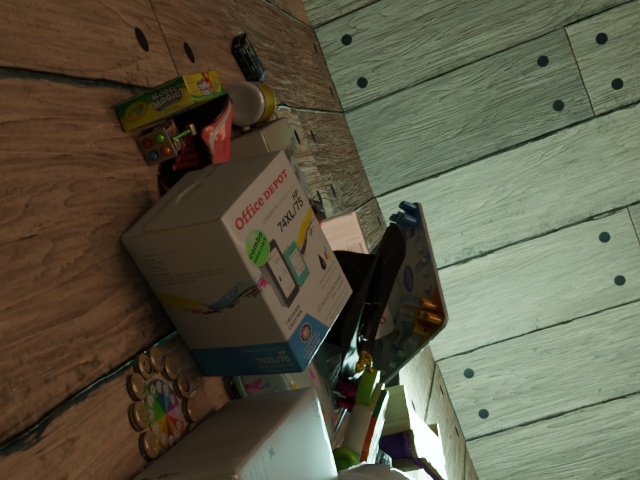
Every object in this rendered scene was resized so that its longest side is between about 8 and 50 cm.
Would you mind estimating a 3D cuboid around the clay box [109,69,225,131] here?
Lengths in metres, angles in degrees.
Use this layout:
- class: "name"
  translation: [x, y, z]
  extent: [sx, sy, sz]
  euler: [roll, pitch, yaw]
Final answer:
- class: "clay box"
  translation: [-0.250, -0.233, 1.311]
  extent: [0.222, 0.127, 0.053]
  euler: [-62, 130, -72]

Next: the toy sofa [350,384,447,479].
- class: "toy sofa"
  translation: [0.204, 0.519, 2.018]
  extent: [0.362, 0.150, 0.177]
  euler: [52, 27, -54]

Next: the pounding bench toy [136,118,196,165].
- class: "pounding bench toy"
  translation: [-0.251, -0.167, 1.307]
  extent: [0.065, 0.083, 0.052]
  euler: [-80, 148, -67]

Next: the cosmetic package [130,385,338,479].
- class: "cosmetic package"
  translation: [-0.092, 0.345, 1.029]
  extent: [0.385, 0.156, 0.217]
  euler: [-23, 99, -76]

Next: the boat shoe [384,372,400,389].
- class: "boat shoe"
  translation: [0.156, 0.288, 2.116]
  extent: [0.103, 0.118, 0.320]
  euler: [160, -69, -66]

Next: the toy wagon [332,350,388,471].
- class: "toy wagon"
  translation: [0.077, 0.381, 1.541]
  extent: [0.267, 0.068, 0.344]
  euler: [-51, 153, -65]

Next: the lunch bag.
- class: "lunch bag"
  translation: [-0.069, 0.241, 1.405]
  extent: [0.224, 0.108, 0.279]
  euler: [-93, 159, -48]

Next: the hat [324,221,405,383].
- class: "hat"
  translation: [0.055, 0.110, 1.571]
  extent: [0.331, 0.134, 0.331]
  euler: [17, 90, -72]

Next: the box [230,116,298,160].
- class: "box"
  translation: [-0.135, -0.209, 1.787]
  extent: [0.275, 0.113, 0.094]
  euler: [-59, 129, -72]

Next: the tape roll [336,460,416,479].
- class: "tape roll"
  translation: [0.068, 0.495, 1.287]
  extent: [0.169, 0.246, 0.246]
  euler: [29, 43, -71]

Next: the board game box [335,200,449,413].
- class: "board game box"
  translation: [0.138, 0.153, 1.888]
  extent: [0.050, 0.390, 0.390]
  euler: [21, 39, -24]

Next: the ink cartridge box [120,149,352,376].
- class: "ink cartridge box"
  translation: [-0.118, 0.038, 1.188]
  extent: [0.270, 0.197, 0.198]
  euler: [63, 38, -25]

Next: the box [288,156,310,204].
- class: "box"
  translation: [-0.086, -0.130, 1.920]
  extent: [0.102, 0.087, 0.101]
  euler: [58, 18, -46]

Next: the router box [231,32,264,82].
- class: "router box"
  translation: [-0.192, -0.481, 2.107]
  extent: [0.092, 0.038, 0.122]
  euler: [-92, 158, -55]

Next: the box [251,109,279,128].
- class: "box"
  translation: [-0.133, -0.279, 2.040]
  extent: [0.159, 0.044, 0.233]
  euler: [12, 59, -75]

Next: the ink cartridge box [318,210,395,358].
- class: "ink cartridge box"
  translation: [0.015, 0.100, 1.724]
  extent: [0.207, 0.117, 0.283]
  euler: [-18, 88, -35]

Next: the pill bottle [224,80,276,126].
- class: "pill bottle"
  translation: [-0.162, -0.323, 1.856]
  extent: [0.184, 0.103, 0.103]
  euler: [-47, 117, -75]

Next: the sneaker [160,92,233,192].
- class: "sneaker"
  translation: [-0.215, -0.148, 1.436]
  extent: [0.313, 0.116, 0.136]
  euler: [-86, 164, -45]

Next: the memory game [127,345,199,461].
- class: "memory game"
  translation: [-0.206, 0.234, 1.065]
  extent: [0.186, 0.012, 0.186]
  euler: [-19, 90, -78]

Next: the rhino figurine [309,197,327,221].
- class: "rhino figurine"
  translation: [0.000, 0.000, 2.117]
  extent: [0.106, 0.073, 0.243]
  euler: [-22, 94, -74]
